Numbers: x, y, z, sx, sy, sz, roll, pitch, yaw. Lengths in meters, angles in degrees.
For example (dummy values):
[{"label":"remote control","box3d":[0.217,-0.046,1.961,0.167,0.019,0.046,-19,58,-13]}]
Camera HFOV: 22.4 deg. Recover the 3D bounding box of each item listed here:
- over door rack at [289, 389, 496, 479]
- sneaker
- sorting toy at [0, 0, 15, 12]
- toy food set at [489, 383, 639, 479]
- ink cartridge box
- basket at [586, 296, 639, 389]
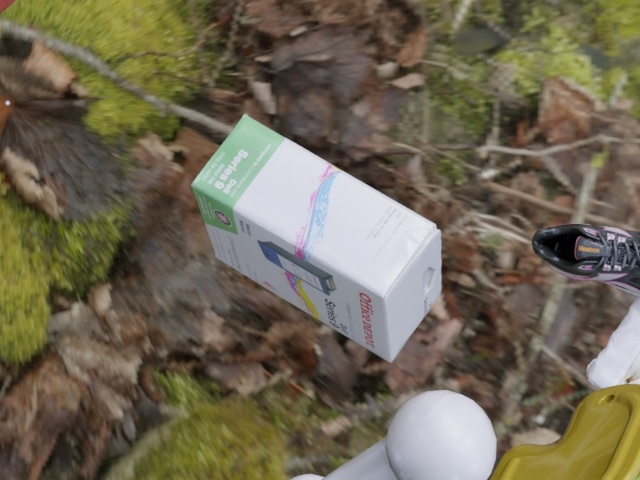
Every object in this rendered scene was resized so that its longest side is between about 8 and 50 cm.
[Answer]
[{"label":"over door rack","box3d":[0.048,0.149,0.256,0.108,0.324,0.239,-35,85,-1]},{"label":"sneaker","box3d":[0.290,0.018,1.618,0.077,0.178,0.072,14,79,-50]},{"label":"sorting toy","box3d":[-0.343,-0.334,1.388,0.126,0.365,0.127,34,66,17]},{"label":"toy food set","box3d":[0.169,0.181,1.055,0.128,0.218,0.071,-23,105,36]},{"label":"ink cartridge box","box3d":[0.000,0.000,1.476,0.212,0.154,0.093,29,70,17]},{"label":"basket","box3d":[0.485,0.085,1.769,0.266,0.331,0.328,34,93,10]}]
